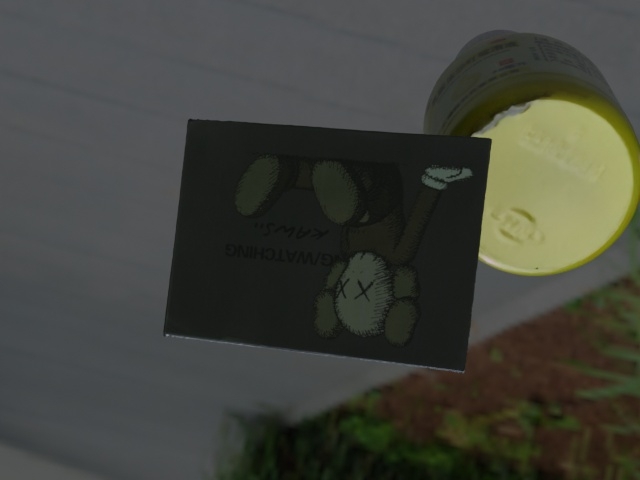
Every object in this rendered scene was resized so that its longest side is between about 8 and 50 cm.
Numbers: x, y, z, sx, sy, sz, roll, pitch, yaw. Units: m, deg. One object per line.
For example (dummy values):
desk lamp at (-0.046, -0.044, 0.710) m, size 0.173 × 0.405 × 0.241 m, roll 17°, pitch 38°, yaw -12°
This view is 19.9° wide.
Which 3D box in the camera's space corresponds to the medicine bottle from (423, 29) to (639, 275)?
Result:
medicine bottle at (0.123, -0.071, 1.134) m, size 0.121 × 0.122 × 0.212 m, roll 15°, pitch -159°, yaw -8°

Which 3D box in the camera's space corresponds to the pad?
pad at (0.000, 0.000, 1.012) m, size 0.190 × 0.127 × 0.004 m, roll 5°, pitch 178°, yaw 27°
